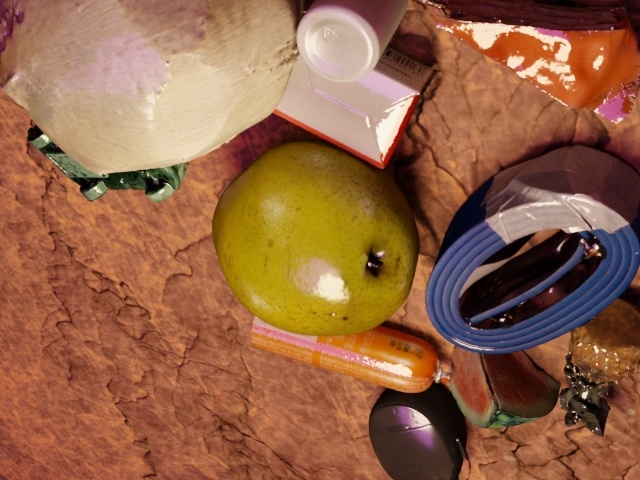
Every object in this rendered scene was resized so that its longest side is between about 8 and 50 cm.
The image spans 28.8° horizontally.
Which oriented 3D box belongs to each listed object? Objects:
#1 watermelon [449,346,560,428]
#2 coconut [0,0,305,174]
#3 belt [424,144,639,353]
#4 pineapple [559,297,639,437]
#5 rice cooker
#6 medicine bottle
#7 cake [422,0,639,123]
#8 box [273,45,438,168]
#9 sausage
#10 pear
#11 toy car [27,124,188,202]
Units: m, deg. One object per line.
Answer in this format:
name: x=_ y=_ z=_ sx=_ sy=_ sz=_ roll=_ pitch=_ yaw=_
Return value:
watermelon: x=0.237 y=0.209 z=1.840 sx=0.202 sy=0.207 sz=0.136 roll=46 pitch=106 yaw=6
coconut: x=-0.215 y=-0.247 z=1.492 sx=0.346 sy=0.360 sz=0.346 roll=27 pitch=134 yaw=32
belt: x=0.285 y=0.018 z=1.686 sx=0.212 sy=0.117 sz=0.347 roll=40 pitch=133 yaw=-11
pineapple: x=0.392 y=0.186 z=1.770 sx=0.111 sy=0.119 sz=0.237 roll=34 pitch=147 yaw=23
rice cooker: x=0.159 y=0.311 z=1.973 sx=0.142 sy=0.118 sz=0.203 roll=-9 pitch=122 yaw=28
medicine bottle: x=0.046 y=-0.278 z=1.501 sx=0.102 sy=0.187 sz=0.103 roll=11 pitch=130 yaw=14
cake: x=0.258 y=-0.251 z=1.496 sx=0.287 sy=0.098 sz=0.135 roll=22 pitch=134 yaw=-1
box: x=0.042 y=-0.198 z=1.629 sx=0.182 sy=0.099 sz=0.133 roll=26 pitch=127 yaw=3
sausage: x=0.052 y=0.165 z=1.920 sx=0.312 sy=0.093 sz=0.093 roll=15 pitch=131 yaw=11
pear: x=0.000 y=0.000 z=1.694 sx=0.294 sy=0.294 sz=0.294 roll=12 pitch=130 yaw=15
toy car: x=-0.292 y=-0.142 z=1.777 sx=0.306 sy=0.125 sz=0.136 roll=1 pitch=141 yaw=49
